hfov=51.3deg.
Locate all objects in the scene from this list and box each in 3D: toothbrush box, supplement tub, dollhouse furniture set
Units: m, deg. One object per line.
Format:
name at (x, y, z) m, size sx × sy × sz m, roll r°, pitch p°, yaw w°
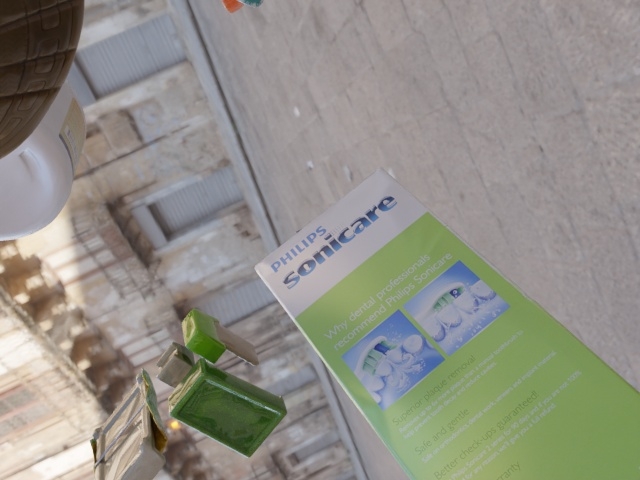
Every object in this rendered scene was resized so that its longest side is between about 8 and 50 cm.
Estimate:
toothbrush box at (0.104, 0.116, 0.445) m, size 0.283 × 0.122 × 0.206 m, roll 46°, pitch 174°, yaw 41°
supplement tub at (-0.509, -0.165, 1.089) m, size 0.316 × 0.228 × 0.228 m, roll -112°, pitch 1°, yaw -58°
dollhouse furniture set at (-0.220, 0.293, 1.059) m, size 0.151 × 0.301 × 0.197 m, roll 35°, pitch -170°, yaw -27°

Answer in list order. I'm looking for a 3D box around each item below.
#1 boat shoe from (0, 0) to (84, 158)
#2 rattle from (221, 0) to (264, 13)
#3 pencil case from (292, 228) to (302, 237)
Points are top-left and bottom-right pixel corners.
boat shoe at (-0.175, -0.153, 0.309) m, size 0.089 × 0.104 × 0.285 m, roll 41°, pitch 131°, yaw 16°
rattle at (-0.154, -0.361, 0.905) m, size 0.199 × 0.130 × 0.142 m, roll 77°, pitch -172°, yaw -50°
pencil case at (0.000, 0.000, 1.180) m, size 0.064 × 0.070 × 0.152 m, roll 61°, pitch 153°, yaw -4°
